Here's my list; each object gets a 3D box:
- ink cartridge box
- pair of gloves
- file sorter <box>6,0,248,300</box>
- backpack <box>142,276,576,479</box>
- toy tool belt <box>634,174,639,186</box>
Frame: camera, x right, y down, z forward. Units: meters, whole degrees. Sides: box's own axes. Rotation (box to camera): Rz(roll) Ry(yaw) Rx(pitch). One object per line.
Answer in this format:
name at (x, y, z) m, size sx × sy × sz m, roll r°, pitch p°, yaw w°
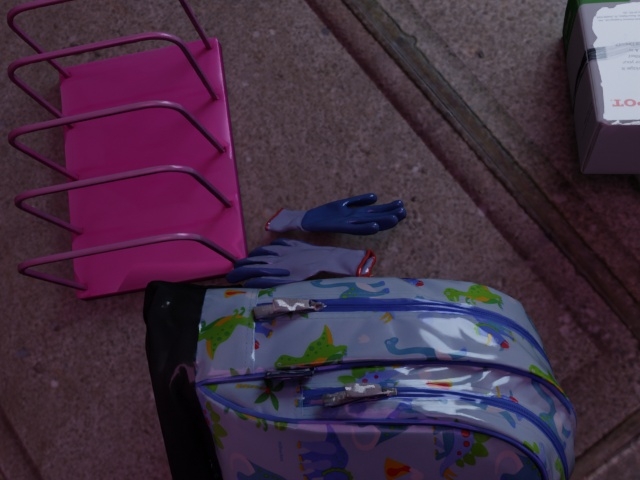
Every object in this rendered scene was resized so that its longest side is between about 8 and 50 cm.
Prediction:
ink cartridge box at (0.340, -0.172, 0.754) m, size 0.153 × 0.086 × 0.208 m, roll 1°, pitch 59°, yaw 7°
pair of gloves at (0.000, 0.000, 0.764) m, size 0.159 × 0.198 × 0.023 m, roll -1°, pitch 117°, yaw 25°
file sorter at (-0.211, -0.104, 0.792) m, size 0.202 × 0.182 × 0.290 m, roll -10°, pitch 77°, yaw 6°
backpack at (0.041, 0.166, 0.665) m, size 0.356 × 0.273 × 0.290 m, roll -10°, pitch 121°, yaw -10°
toy tool belt at (0.370, -0.081, 0.781) m, size 0.083 × 0.052 × 0.051 m, roll -10°, pitch 33°, yaw 0°
